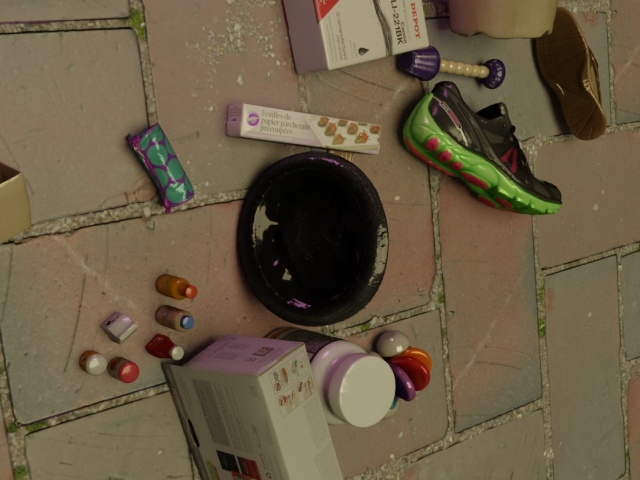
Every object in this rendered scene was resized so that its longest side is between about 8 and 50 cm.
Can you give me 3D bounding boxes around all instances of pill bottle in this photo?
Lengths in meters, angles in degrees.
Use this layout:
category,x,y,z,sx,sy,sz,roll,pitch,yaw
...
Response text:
category,x,y,z,sx,sy,sz,roll,pitch,yaw
pill bottle,0.004,0.262,1.715,0.162,0.278,0.162,-4,96,-35

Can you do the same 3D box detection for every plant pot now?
category,x,y,z,sx,sy,sz,roll,pitch,yaw
plant pot,-0.520,-0.053,1.414,0.109,0.109,0.096,-36,127,-28
plant pot,0.394,-0.597,1.917,0.334,0.334,0.305,-14,114,-34

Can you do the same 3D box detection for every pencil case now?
category,x,y,z,sx,sy,sz,roll,pitch,yaw
pencil case,-0.284,-0.130,1.597,0.070,0.064,0.151,-48,120,-41

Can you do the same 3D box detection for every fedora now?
category,x,y,z,sx,sy,sz,roll,pitch,yaw
fedora,0.000,0.000,1.741,0.152,0.334,0.334,14,86,-71

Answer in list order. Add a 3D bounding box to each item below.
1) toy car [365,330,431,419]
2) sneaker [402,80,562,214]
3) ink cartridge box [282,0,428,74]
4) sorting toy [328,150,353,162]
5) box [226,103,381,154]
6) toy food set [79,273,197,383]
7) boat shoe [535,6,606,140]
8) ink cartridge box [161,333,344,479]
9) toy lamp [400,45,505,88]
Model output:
category,x,y,z,sx,sy,sz,roll,pitch,yaw
toy car,0.164,0.296,1.922,0.182,0.136,0.159,-34,114,-29
sneaker,0.401,-0.198,2.017,0.483,0.185,0.202,30,81,-35
ink cartridge box,0.072,-0.457,1.792,0.273,0.114,0.197,-21,106,-34
sorting toy,0.041,-0.181,1.861,0.062,0.012,0.083,10,91,-35
box,-0.028,-0.217,1.764,0.324,0.067,0.063,4,92,-34
toy food set,-0.306,0.171,1.586,0.232,0.104,0.111,-43,118,-25
boat shoe,0.628,-0.421,2.217,0.342,0.123,0.123,63,31,-17
ink cartridge box,-0.126,0.340,1.652,0.130,0.272,0.309,-31,113,-43
toy lamp,0.291,-0.382,1.984,0.275,0.080,0.080,2,93,-37
